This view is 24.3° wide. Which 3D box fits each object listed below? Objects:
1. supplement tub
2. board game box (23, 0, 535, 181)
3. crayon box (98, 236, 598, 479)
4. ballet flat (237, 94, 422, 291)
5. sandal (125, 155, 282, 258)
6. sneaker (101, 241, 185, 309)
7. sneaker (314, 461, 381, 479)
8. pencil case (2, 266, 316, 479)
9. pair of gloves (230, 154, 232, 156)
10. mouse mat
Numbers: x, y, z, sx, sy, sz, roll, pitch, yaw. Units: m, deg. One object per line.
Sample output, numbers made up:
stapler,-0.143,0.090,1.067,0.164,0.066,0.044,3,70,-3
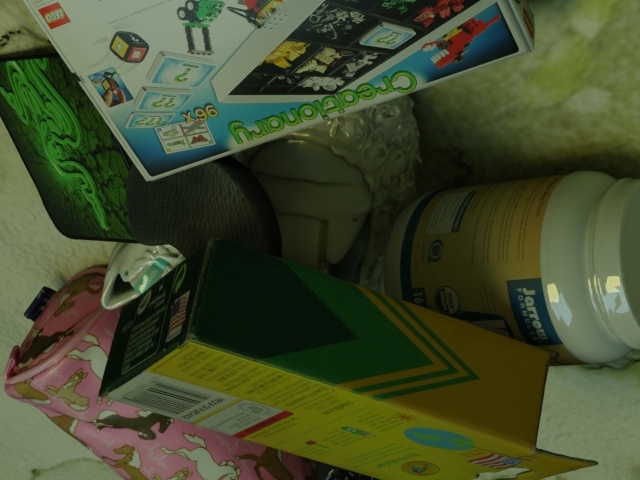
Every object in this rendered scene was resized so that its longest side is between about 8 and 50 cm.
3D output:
supplement tub,0.164,0.024,1.125,0.200,0.144,0.144,-7,133,38
board game box,-0.032,-0.166,1.003,0.305,0.053,0.193,-17,126,21
crayon box,0.022,0.106,1.091,0.319,0.081,0.202,20,156,-19
ballet flat,0.000,0.000,1.209,0.147,0.147,0.409,17,143,13
sandal,-0.085,-0.027,1.154,0.254,0.054,0.097,24,116,61
sneaker,-0.136,0.007,1.336,0.080,0.094,0.212,36,143,-12
sneaker,0.068,0.272,1.561,0.084,0.097,0.234,-30,119,6
pencil case,-0.148,0.199,1.533,0.167,0.160,0.386,-8,134,50
pair of gloves,-0.143,-0.144,1.210,0.198,0.023,0.159,33,146,-2
mouse mat,-0.221,-0.077,1.300,0.153,0.007,0.189,3,124,44
